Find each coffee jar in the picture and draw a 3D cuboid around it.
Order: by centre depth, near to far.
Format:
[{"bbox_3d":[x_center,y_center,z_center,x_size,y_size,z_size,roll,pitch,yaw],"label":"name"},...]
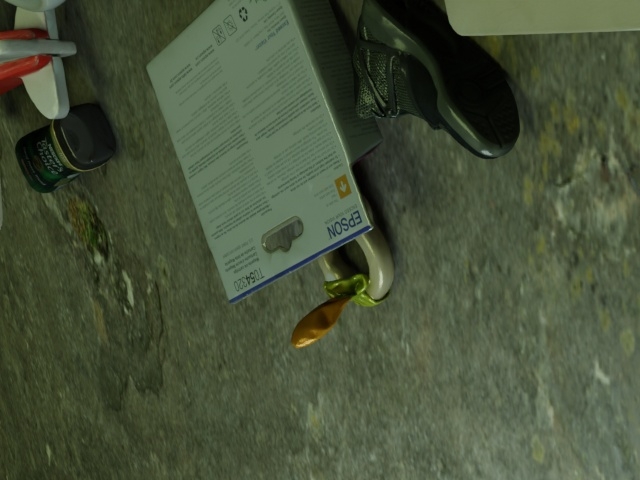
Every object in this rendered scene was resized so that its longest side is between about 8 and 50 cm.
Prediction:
[{"bbox_3d":[-0.372,-0.135,1.977,0.184,0.079,0.096,-21,95,53],"label":"coffee jar"}]

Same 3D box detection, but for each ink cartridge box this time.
[{"bbox_3d":[-0.062,-0.124,1.582,0.324,0.071,0.330,-28,81,53],"label":"ink cartridge box"}]

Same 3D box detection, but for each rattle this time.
[{"bbox_3d":[0.000,0.000,1.568,0.130,0.143,0.199,46,151,51],"label":"rattle"}]

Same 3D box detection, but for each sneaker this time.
[{"bbox_3d":[0.111,-0.147,1.383,0.227,0.087,0.130,49,143,23],"label":"sneaker"}]

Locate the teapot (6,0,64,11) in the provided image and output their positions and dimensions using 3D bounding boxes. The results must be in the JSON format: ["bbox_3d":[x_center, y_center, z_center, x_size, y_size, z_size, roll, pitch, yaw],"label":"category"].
[{"bbox_3d":[-0.382,-0.429,1.730,0.256,0.187,0.252,30,164,13],"label":"teapot"}]

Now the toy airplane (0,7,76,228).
[{"bbox_3d":[-0.528,-0.241,1.916,0.386,0.272,0.384,52,134,32],"label":"toy airplane"}]

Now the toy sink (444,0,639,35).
[{"bbox_3d":[0.225,-0.263,1.132,0.234,0.131,0.153,5,115,44],"label":"toy sink"}]
